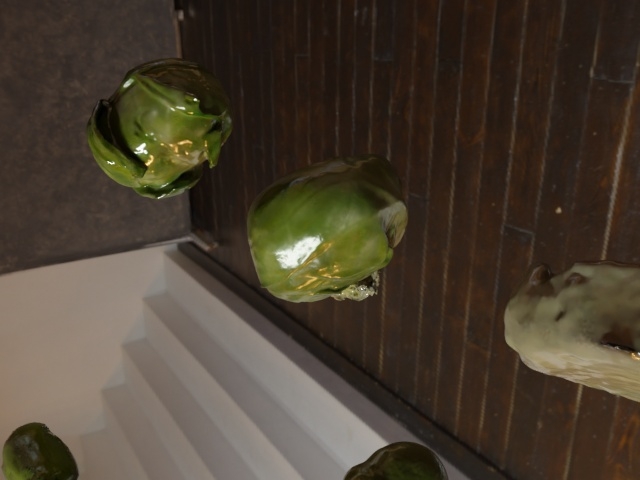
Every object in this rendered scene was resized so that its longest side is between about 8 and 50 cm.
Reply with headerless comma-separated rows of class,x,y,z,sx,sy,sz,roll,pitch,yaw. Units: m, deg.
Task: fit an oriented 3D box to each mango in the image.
mango,-0.357,0.285,0.777,0.091,0.074,0.165,49,162,-22

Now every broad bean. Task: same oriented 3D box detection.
broad bean,0.168,0.566,1.377,0.119,0.291,0.238,13,86,60

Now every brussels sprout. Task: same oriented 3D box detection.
brussels sprout,0.010,-0.022,1.119,0.328,0.328,0.247,-23,80,59
brussels sprout,-0.294,-0.215,1.179,0.259,0.294,0.227,-40,83,23

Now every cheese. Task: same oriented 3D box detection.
cheese,0.368,0.104,0.651,0.326,0.318,0.115,127,160,-72

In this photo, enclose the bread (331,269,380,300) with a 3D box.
bread,0.003,0.000,1.396,0.171,0.314,0.192,-53,11,24
